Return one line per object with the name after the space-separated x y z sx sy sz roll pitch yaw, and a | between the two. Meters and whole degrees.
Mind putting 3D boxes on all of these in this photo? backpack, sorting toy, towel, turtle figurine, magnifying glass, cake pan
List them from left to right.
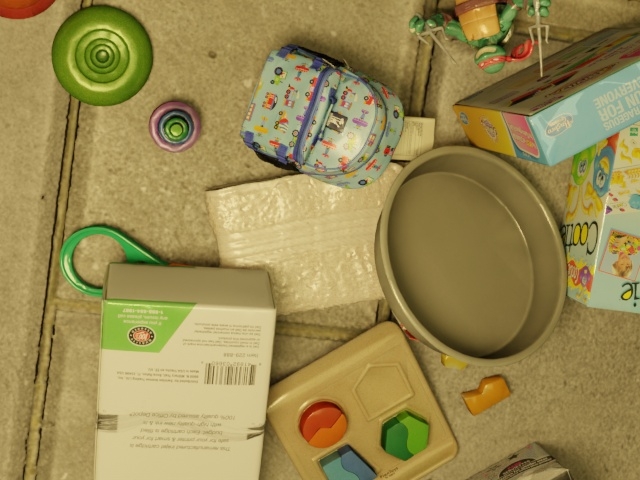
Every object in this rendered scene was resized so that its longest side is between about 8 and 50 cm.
-0.285 -0.243 1.548 0.127 0.126 0.365 -45 102 -1 | sorting toy
-0.220 0.037 1.631 0.231 0.026 0.092 10 100 1 | magnifying glass
0.000 0.000 1.669 0.282 0.049 0.187 -10 99 -8 | towel
0.008 -0.149 1.584 0.173 0.117 0.158 26 94 21 | backpack
0.099 0.227 1.705 0.307 0.041 0.229 -30 112 -5 | sorting toy
0.189 0.023 1.640 0.293 0.054 0.293 9 71 -28 | cake pan
0.196 -0.298 1.611 0.175 0.118 0.234 -17 85 8 | turtle figurine

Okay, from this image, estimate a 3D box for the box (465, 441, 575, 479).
0.239 0.411 1.721 0.247 0.142 0.163 -28 100 -6 | box

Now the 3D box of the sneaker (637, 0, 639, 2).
0.580 -0.235 1.695 0.410 0.158 0.182 21 112 -7 | sneaker

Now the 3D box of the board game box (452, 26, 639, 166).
0.320 -0.185 1.559 0.242 0.316 0.064 -27 102 -4 | board game box

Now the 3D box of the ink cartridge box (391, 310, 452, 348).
0.137 0.106 1.672 0.063 0.115 0.029 15 102 -12 | ink cartridge box

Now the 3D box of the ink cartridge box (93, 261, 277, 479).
-0.176 0.185 1.598 0.211 0.121 0.289 4 113 -9 | ink cartridge box

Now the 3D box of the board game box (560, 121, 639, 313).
0.416 -0.050 1.683 0.144 0.142 0.275 8 96 -11 | board game box

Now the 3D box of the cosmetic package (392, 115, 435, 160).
0.089 -0.136 1.668 0.115 0.041 0.060 5 96 -10 | cosmetic package
